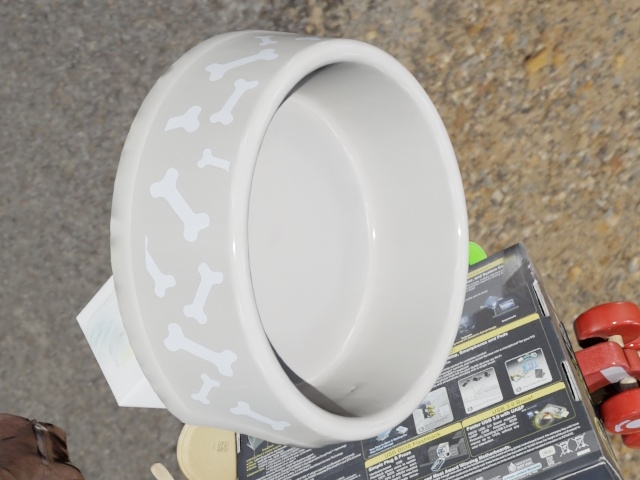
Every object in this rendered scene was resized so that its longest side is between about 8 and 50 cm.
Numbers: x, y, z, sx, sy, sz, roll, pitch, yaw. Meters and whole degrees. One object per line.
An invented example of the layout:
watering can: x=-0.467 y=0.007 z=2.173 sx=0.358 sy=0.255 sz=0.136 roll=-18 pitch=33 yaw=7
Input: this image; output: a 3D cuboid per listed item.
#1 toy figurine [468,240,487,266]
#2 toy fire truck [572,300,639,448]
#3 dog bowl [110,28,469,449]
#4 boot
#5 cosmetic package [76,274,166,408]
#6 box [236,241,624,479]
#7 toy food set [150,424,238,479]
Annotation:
toy figurine: x=0.151 y=0.056 z=1.642 sx=0.159 sy=0.173 sz=0.130 roll=3 pitch=75 yaw=44
toy fire truck: x=0.389 y=0.229 z=1.584 sx=0.254 sy=0.302 sz=0.169 roll=-21 pitch=61 yaw=19
dog bowl: x=0.000 y=0.000 z=0.841 sx=0.102 sy=0.349 sz=0.349 roll=-1 pitch=110 yaw=38
boot: x=-0.428 y=0.307 z=1.421 sx=0.090 sy=0.248 sz=0.207 roll=-55 pitch=38 yaw=13
cosmetic package: x=-0.318 y=0.164 z=2.029 sx=0.224 sy=0.138 sz=0.225 roll=-47 pitch=58 yaw=20
box: x=0.095 y=0.208 z=1.159 sx=0.395 sy=0.318 sz=0.097 roll=-27 pitch=130 yaw=14
toy food set: x=-0.137 y=0.274 z=1.427 sx=0.038 sy=0.192 sz=0.132 roll=19 pitch=145 yaw=56
